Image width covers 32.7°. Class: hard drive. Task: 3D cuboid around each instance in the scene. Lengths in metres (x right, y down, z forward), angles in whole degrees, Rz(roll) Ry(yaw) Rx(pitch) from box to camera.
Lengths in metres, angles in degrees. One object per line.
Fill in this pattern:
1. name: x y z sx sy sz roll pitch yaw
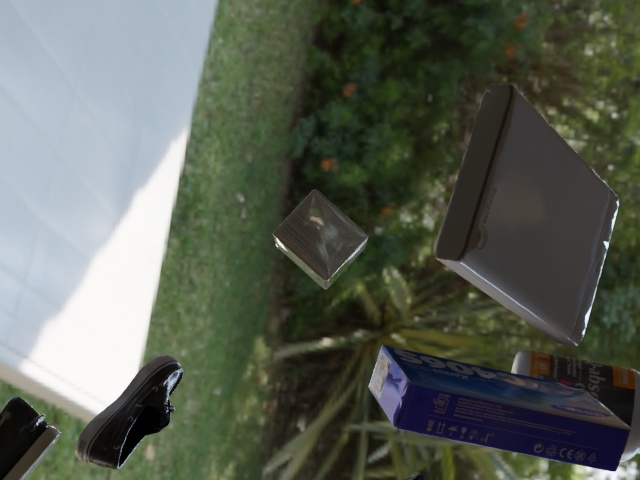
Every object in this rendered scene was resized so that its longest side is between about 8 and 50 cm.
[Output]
1. hard drive: 0.285 -0.022 1.437 0.353 0.047 0.233 32 72 -48

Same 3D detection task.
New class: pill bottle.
1. pill bottle: 0.456 0.283 1.835 0.162 0.279 0.162 9 90 -83

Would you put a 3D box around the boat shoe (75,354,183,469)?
1. boat shoe: -0.244 0.240 1.514 0.228 0.076 0.080 -42 148 -57

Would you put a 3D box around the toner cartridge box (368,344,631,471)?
1. toner cartridge box: 0.260 0.246 1.608 0.165 0.348 0.075 -127 -128 -72

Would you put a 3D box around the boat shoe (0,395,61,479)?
1. boat shoe: -0.393 0.279 1.174 0.254 0.079 0.095 -48 177 -14

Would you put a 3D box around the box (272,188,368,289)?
1. box: 0.000 0.000 1.497 0.087 0.102 0.101 -48 173 -7

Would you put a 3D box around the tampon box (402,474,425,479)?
1. tampon box: 0.103 0.448 1.637 0.161 0.101 0.120 -26 86 -49
